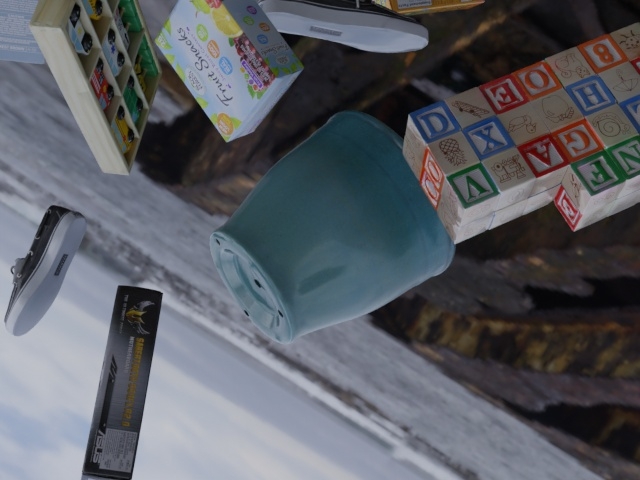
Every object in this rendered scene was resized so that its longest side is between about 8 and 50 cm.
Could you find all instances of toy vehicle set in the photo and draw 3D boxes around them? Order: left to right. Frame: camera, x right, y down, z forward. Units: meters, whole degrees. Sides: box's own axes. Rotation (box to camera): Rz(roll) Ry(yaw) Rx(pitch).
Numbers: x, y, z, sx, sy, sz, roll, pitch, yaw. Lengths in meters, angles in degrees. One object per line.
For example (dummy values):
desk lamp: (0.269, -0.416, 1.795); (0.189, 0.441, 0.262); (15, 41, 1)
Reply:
toy vehicle set: (-0.246, -0.216, 1.083); (0.035, 0.166, 0.267); (6, 152, 9)

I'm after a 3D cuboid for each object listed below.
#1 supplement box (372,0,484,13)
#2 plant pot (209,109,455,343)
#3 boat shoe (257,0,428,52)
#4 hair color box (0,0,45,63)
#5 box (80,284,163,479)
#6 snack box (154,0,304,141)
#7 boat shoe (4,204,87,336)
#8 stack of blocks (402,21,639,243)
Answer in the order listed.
supplement box: (0.226, -0.518, 1.997); (0.233, 0.080, 0.078); (-10, -175, -23)
plant pot: (0.000, 0.000, 1.303); (0.272, 0.255, 0.271); (43, 155, 27)
boat shoe: (0.043, -0.403, 1.653); (0.306, 0.104, 0.113); (7, 169, -7)
hair color box: (-0.500, -0.499, 1.585); (0.114, 0.185, 0.374); (3, 141, -21)
box: (-0.239, 0.196, 1.129); (0.056, 0.231, 0.183); (11, 148, -10)
snack box: (-0.143, -0.284, 1.445); (0.207, 0.070, 0.174); (56, 138, 8)
boat shoe: (-0.473, 0.045, 1.577); (0.076, 0.228, 0.080); (26, 180, 18)
stack of blocks: (0.262, -0.104, 1.043); (0.087, 0.297, 0.171); (91, 154, -64)
